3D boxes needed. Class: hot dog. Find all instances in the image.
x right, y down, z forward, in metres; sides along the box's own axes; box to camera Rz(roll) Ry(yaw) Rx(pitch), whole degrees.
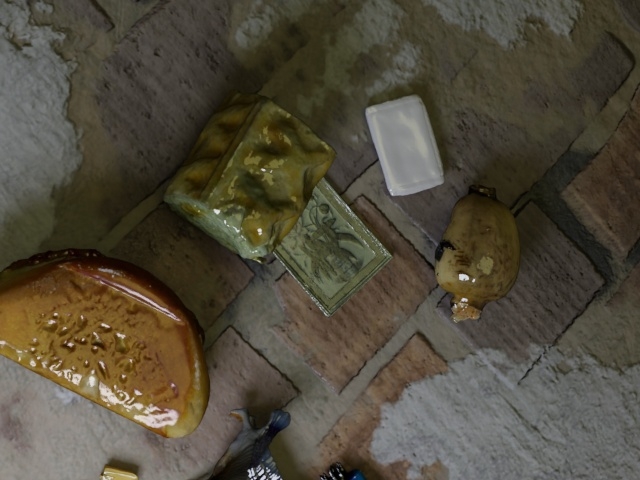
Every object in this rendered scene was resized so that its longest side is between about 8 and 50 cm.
[{"bbox_3d":[-0.345,0.143,1.516,0.405,0.185,0.223,29,78,-11],"label":"hot dog"}]

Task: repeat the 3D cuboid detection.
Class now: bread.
[{"bbox_3d":[-0.117,-0.113,1.615,0.252,0.239,0.196,-53,129,-12],"label":"bread"}]

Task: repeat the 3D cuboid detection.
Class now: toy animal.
[{"bbox_3d":[-0.131,0.368,1.594,0.272,0.197,0.160,44,47,-51],"label":"toy animal"}]

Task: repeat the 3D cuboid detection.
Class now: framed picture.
[{"bbox_3d":[0.000,0.000,1.725,0.173,0.010,0.231,-43,95,-17],"label":"framed picture"}]

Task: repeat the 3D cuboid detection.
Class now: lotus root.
[{"bbox_3d":[0.286,0.020,1.739,0.155,0.140,0.256,12,74,-21],"label":"lotus root"}]

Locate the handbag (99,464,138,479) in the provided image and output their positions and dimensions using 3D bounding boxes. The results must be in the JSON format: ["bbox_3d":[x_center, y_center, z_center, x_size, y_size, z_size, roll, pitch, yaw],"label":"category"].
[{"bbox_3d":[-0.340,0.418,1.564,0.061,0.027,0.083,19,79,-14],"label":"handbag"}]

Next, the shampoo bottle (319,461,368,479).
[{"bbox_3d":[0.067,0.471,1.661,0.087,0.050,0.183,-36,93,-14],"label":"shampoo bottle"}]

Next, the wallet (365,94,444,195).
[{"bbox_3d":[0.160,-0.179,1.784,0.124,0.032,0.182,-17,89,-17],"label":"wallet"}]
